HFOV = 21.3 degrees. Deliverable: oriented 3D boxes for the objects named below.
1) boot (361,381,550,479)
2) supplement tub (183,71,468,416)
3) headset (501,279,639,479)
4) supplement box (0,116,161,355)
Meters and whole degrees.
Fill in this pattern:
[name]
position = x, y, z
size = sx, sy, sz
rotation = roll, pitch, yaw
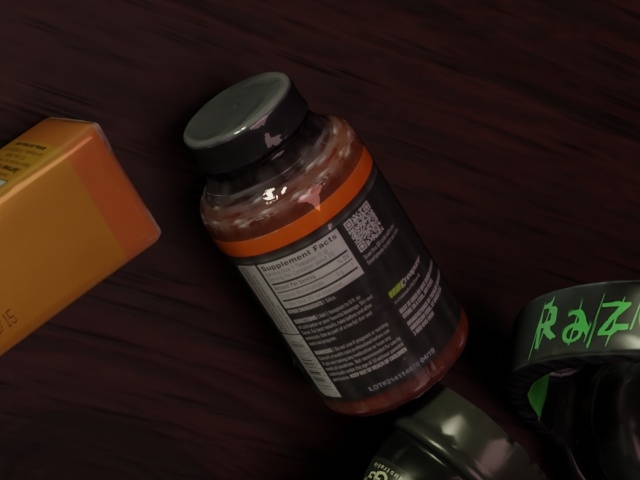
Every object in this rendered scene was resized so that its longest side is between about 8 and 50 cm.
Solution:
[boot]
position = 0.069, 0.275, 1.061
size = 0.260, 0.131, 0.348
rotation = -49, 123, -13
[supplement tub]
position = 0.000, 0.000, 0.989
size = 0.106, 0.106, 0.198
rotation = -42, 117, -20
[headset]
position = 0.285, 0.102, 1.129
size = 0.394, 0.243, 0.185
rotation = 39, 57, -45
[supplement box]
position = -0.202, 0.030, 0.884
size = 0.233, 0.080, 0.078
rotation = -38, 115, -23
